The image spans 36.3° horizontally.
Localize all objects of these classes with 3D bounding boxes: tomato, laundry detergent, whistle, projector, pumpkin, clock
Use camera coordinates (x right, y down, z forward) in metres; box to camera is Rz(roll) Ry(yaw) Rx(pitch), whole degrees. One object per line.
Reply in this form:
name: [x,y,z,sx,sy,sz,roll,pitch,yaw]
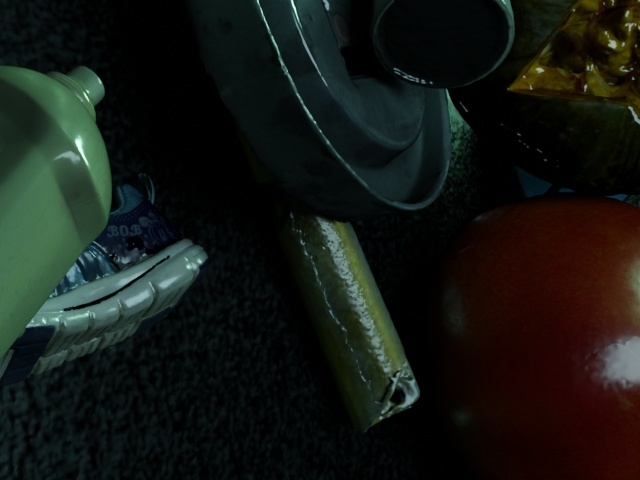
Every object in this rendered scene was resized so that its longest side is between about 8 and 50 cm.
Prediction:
tomato: [0.242,0.098,0.902,0.299,0.226,0.298,13,72,-46]
laundry detergent: [-0.206,-0.014,0.514,0.253,0.181,0.091,-53,145,-35]
whistle: [0.000,0.000,0.790,0.068,0.057,0.326,-26,101,-17]
projector: [0.099,-0.276,0.814,0.108,0.108,0.337,38,41,-35]
pumpkin: [0.275,-0.192,0.882,0.192,0.321,0.320,-81,153,-80]
clock: [0.007,-0.162,0.764,0.313,0.061,0.312,37,43,-46]

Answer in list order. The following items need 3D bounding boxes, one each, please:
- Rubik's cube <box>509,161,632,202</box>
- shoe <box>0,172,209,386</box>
Rubik's cube: [0.288,-0.060,1.094,0.190,0.211,0.178,-16,119,-69]
shoe: [-0.173,0.022,0.609,0.207,0.091,0.106,-24,75,-39]
